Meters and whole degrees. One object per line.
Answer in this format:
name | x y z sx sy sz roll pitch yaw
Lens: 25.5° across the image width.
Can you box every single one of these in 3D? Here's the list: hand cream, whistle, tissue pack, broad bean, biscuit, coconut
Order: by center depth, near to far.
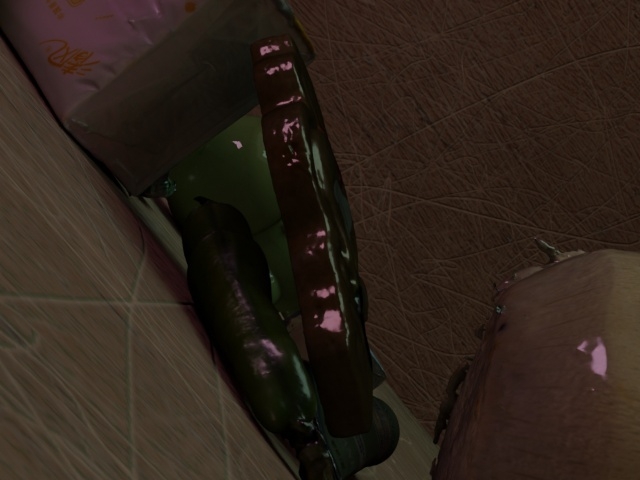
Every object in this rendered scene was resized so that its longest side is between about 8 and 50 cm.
broad bean | -0.049 0.054 0.923 0.318 0.056 0.098 -116 -170 -51
biscuit | 0.000 -0.004 0.968 0.319 0.047 0.183 -98 170 -51
coconut | 0.263 0.184 1.011 0.360 0.346 0.346 14 0 1
hand cream | 0.020 0.136 1.028 0.235 0.055 0.086 47 24 -76
tissue pack | -0.146 -0.179 1.114 0.225 0.185 0.124 51 0 41
tissue pack | 0.004 0.100 1.223 0.058 0.074 0.094 60 -6 -32
whistle | -0.059 0.004 1.332 0.141 0.141 0.294 -128 -161 -62

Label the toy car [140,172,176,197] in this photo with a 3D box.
toy car | -0.155 -0.092 1.192 0.142 0.055 0.069 -120 -150 -49
